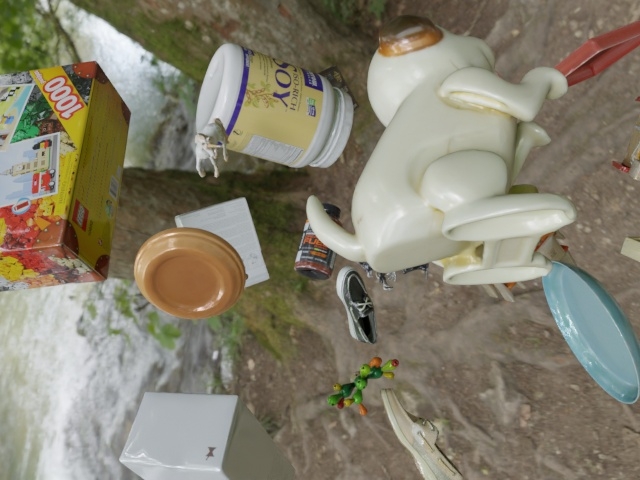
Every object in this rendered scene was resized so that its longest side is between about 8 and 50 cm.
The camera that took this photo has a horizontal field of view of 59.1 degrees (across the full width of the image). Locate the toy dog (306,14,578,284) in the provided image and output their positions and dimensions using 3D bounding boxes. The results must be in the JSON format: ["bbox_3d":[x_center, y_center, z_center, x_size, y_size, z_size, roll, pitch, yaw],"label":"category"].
[{"bbox_3d":[0.185,-0.151,0.897,0.396,0.284,0.407,-9,65,19],"label":"toy dog"}]

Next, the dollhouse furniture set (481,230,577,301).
[{"bbox_3d":[0.606,0.041,1.658,0.262,0.135,0.259,-47,18,-11],"label":"dollhouse furniture set"}]

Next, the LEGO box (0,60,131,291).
[{"bbox_3d":[-0.678,-0.145,1.304,0.373,0.193,0.499,-7,61,6],"label":"LEGO box"}]

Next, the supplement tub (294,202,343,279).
[{"bbox_3d":[0.000,0.000,1.526,0.106,0.106,0.197,-6,63,44],"label":"supplement tub"}]

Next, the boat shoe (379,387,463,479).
[{"bbox_3d":[0.258,0.504,1.460,0.098,0.109,0.302,-32,84,3],"label":"boat shoe"}]

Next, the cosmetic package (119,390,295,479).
[{"bbox_3d":[-0.233,0.521,1.300,0.230,0.453,0.161,-1,50,15],"label":"cosmetic package"}]

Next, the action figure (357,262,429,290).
[{"bbox_3d":[0.257,0.103,2.071,0.276,0.164,0.140,-1,72,5],"label":"action figure"}]

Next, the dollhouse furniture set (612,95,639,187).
[{"bbox_3d":[0.870,-0.228,1.383,0.152,0.374,0.201,14,111,7],"label":"dollhouse furniture set"}]

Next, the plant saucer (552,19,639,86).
[{"bbox_3d":[0.691,-0.463,1.429,0.047,0.259,0.259,64,160,6],"label":"plant saucer"}]

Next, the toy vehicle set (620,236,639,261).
[{"bbox_3d":[0.732,0.036,1.054,0.166,0.267,0.035,-132,45,-63],"label":"toy vehicle set"}]

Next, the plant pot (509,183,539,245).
[{"bbox_3d":[0.344,-0.026,1.018,0.134,0.134,0.095,-32,60,34],"label":"plant pot"}]

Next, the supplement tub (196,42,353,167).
[{"bbox_3d":[-0.112,-0.315,1.381,0.241,0.332,0.240,-34,50,54],"label":"supplement tub"}]

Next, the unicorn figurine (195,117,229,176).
[{"bbox_3d":[-0.208,-0.176,1.065,0.161,0.060,0.111,-99,4,-45],"label":"unicorn figurine"}]

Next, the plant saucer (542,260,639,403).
[{"bbox_3d":[0.563,0.178,1.161,0.044,0.317,0.317,-26,53,1],"label":"plant saucer"}]

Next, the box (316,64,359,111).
[{"bbox_3d":[0.044,-0.501,1.943,0.051,0.220,0.175,-24,104,29],"label":"box"}]

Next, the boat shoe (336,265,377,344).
[{"bbox_3d":[0.104,0.167,1.445,0.070,0.078,0.219,18,131,54],"label":"boat shoe"}]

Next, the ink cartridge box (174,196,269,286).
[{"bbox_3d":[-0.260,0.020,1.500,0.066,0.189,0.232,4,111,64],"label":"ink cartridge box"}]

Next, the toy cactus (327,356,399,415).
[{"bbox_3d":[0.121,0.399,1.576,0.219,0.180,0.112,-41,85,-7],"label":"toy cactus"}]

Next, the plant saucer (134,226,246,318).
[{"bbox_3d":[-0.235,0.069,1.011,0.200,0.200,0.037,-47,22,24],"label":"plant saucer"}]
